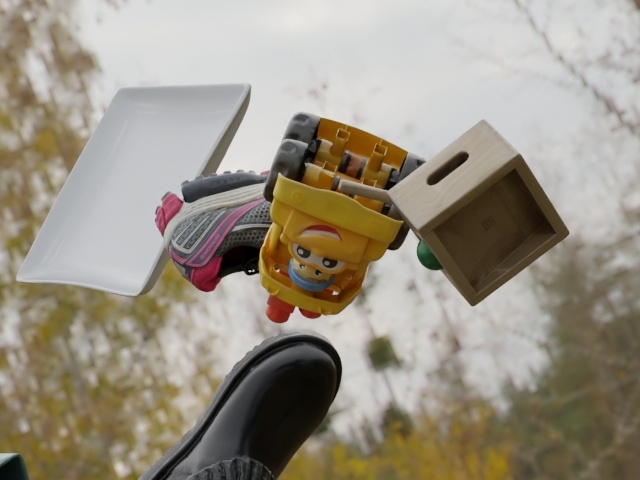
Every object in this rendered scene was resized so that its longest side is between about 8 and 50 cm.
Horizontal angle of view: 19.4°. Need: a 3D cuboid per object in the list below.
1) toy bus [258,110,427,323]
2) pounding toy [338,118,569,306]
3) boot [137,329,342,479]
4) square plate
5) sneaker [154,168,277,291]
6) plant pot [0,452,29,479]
[{"bbox_3d":[0.000,0.000,1.856,0.220,0.149,0.211,-70,4,-71],"label":"toy bus"},{"bbox_3d":[0.117,-0.028,1.657,0.141,0.100,0.130,-37,-53,0],"label":"pounding toy"},{"bbox_3d":[-0.073,0.287,2.263,0.348,0.131,0.260,-49,25,2],"label":"boot"},{"bbox_3d":[-0.262,-0.071,2.681,0.049,0.344,0.347,37,-19,-33],"label":"square plate"},{"bbox_3d":[-0.028,-0.023,2.084,0.299,0.112,0.121,-18,-30,-14],"label":"sneaker"},{"bbox_3d":[-0.416,0.314,1.885,0.234,0.166,0.165,0,22,38],"label":"plant pot"}]
